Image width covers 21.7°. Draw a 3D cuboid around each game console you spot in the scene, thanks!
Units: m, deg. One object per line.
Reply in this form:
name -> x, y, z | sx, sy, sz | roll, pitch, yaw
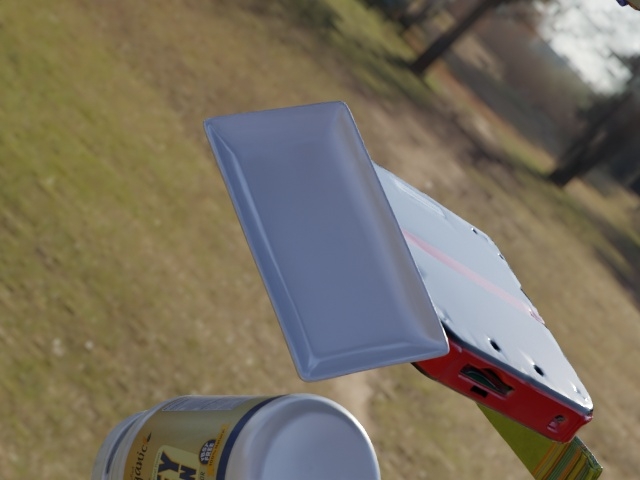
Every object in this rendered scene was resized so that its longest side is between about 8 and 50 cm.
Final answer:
game console -> 0.152, 0.060, 1.945 | 0.386, 0.060, 0.342 | 30, 24, -47

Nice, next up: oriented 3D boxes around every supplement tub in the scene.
supplement tub -> -0.107, 0.298, 1.998 | 0.316, 0.228, 0.228 | -7, -38, 47

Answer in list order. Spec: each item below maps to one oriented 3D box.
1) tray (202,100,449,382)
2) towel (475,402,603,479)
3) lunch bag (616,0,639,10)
tray -> 0.000, 0.000, 1.461 | 0.145, 0.030, 0.270 | -9, 62, -25
towel -> 0.300, 0.273, 2.346 | 0.021, 0.102, 0.237 | 0, 40, -39
lunch bag -> 0.311, -0.425, 1.436 | 0.328, 0.385, 0.239 | 47, 22, 4
